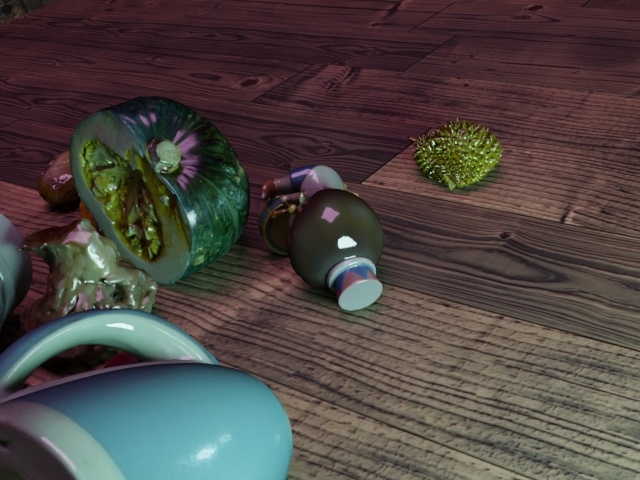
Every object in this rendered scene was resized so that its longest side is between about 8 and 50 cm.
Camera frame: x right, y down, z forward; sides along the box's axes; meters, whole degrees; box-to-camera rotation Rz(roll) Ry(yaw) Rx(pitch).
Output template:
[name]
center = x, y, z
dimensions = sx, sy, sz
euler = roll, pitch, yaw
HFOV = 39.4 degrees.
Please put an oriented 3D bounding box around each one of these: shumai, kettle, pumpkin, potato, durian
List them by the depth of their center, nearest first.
[kettle]
center = -0.182, 0.201, 0.877
dimensions = 0.319, 0.247, 0.342
euler = 51, 32, 12
[shumai]
center = -0.346, 0.064, 1.271
dimensions = 0.166, 0.175, 0.206
euler = 13, 41, 35
[pumpkin]
center = -0.230, -0.099, 1.417
dimensions = 0.197, 0.293, 0.263
euler = -32, -4, -38
[durian]
center = 0.228, -0.171, 1.572
dimensions = 0.146, 0.102, 0.208
euler = -32, 32, -23
[potato]
center = -0.483, -0.123, 1.730
dimensions = 0.107, 0.080, 0.170
euler = 1, 34, 5

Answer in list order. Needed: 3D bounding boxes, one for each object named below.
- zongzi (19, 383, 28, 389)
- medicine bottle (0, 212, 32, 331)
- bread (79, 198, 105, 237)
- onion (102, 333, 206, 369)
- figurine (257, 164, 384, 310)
[zongzi]
center = -0.534, 0.320, 0.902
dimensions = 0.418, 0.181, 0.447
euler = -8, 32, 3
[medicine bottle]
center = -0.559, 0.084, 1.233
dimensions = 0.245, 0.245, 0.306
euler = -4, 22, 12
[bread]
center = -0.329, -0.100, 1.588
dimensions = 0.129, 0.134, 0.260
euler = 10, 35, 33
[onion]
center = -0.186, 0.192, 1.077
dimensions = 0.150, 0.150, 0.140
euler = -22, 68, -20
[figurine]
center = 0.006, -0.007, 1.324
dimensions = 0.158, 0.161, 0.275
euler = -53, 29, 9
